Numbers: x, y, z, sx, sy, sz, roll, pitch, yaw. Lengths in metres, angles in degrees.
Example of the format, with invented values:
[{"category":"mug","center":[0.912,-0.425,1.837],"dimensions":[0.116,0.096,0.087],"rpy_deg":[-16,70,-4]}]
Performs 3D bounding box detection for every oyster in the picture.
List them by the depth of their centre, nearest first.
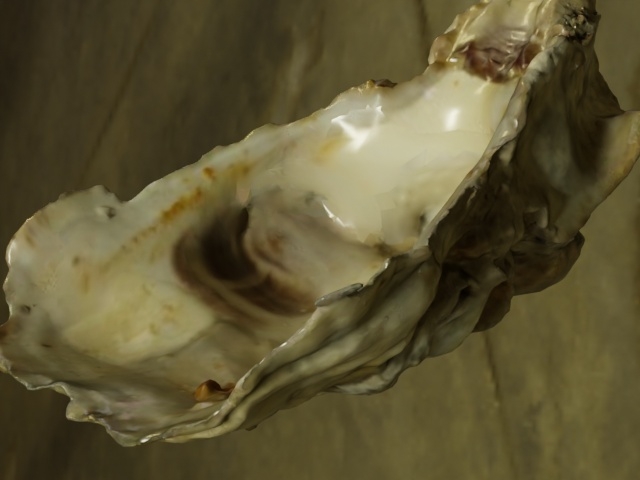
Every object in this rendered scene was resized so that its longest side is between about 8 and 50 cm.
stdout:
[{"category":"oyster","center":[0.015,-0.001,0.446],"dimensions":[0.161,0.233,0.107],"rpy_deg":[23,141,45]}]
